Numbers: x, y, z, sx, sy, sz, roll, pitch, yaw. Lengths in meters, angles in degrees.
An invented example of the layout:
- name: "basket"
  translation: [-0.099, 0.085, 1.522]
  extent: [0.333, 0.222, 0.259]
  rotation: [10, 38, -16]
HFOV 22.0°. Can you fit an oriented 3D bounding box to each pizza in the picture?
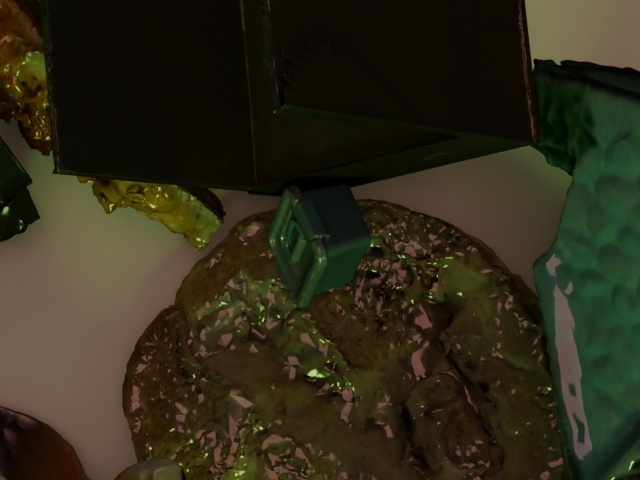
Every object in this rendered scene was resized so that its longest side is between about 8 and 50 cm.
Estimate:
- name: "pizza"
  translation: [-0.199, -0.099, 1.344]
  extent: [0.085, 0.161, 0.305]
  rotation: [-42, 102, 7]

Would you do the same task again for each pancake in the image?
- name: "pancake"
  translation: [0.030, 0.149, 1.362]
  extent: [0.387, 0.082, 0.387]
  rotation: [-1, 76, 2]

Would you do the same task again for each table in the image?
- name: "table"
  translation: [-0.024, -0.152, 1.227]
  extent: [0.282, 0.250, 0.196]
  rotation: [3, 80, -46]

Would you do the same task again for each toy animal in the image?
- name: "toy animal"
  translation: [-0.224, 0.297, 1.283]
  extent: [0.302, 0.225, 0.284]
  rotation: [9, 98, 0]

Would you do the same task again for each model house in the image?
- name: "model house"
  translation: [0.327, 0.056, 1.313]
  extent: [0.360, 0.297, 0.339]
  rotation: [1, 105, -42]

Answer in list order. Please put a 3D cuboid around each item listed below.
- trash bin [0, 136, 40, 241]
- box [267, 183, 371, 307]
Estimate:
- name: "trash bin"
  translation: [-0.408, -0.040, 1.305]
  extent: [0.301, 0.203, 0.252]
  rotation: [-35, 118, -8]
- name: "box"
  translation: [0.000, 0.000, 1.323]
  extent: [0.054, 0.099, 0.074]
  rotation: [-17, 68, -22]
